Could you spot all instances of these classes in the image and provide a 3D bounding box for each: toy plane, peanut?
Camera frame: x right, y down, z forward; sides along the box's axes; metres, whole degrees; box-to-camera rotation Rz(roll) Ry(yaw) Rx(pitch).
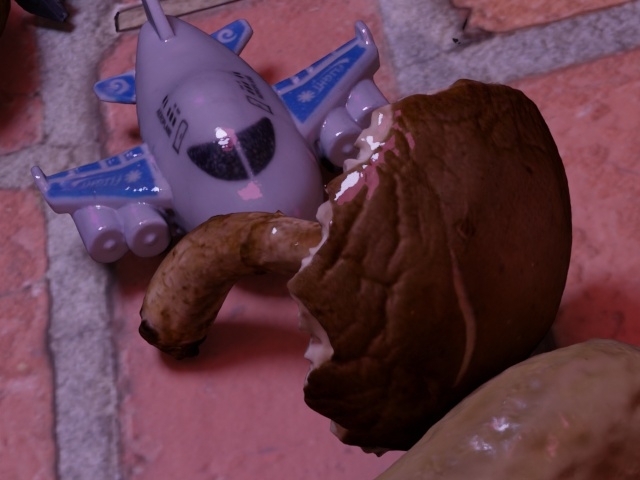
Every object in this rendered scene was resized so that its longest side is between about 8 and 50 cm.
[{"bbox_3d":[-0.077,-0.082,1.424,0.267,0.122,0.267,-9,48,10],"label":"toy plane"},{"bbox_3d":[0.096,0.172,1.113,0.319,0.147,0.147,-35,46,-26],"label":"peanut"}]

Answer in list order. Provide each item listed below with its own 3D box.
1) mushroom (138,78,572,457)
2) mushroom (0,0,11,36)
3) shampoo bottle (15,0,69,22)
[{"bbox_3d":[0.001,0.014,1.213,0.301,0.233,0.208,-1,23,12],"label":"mushroom"},{"bbox_3d":[-0.417,-0.182,1.575,0.345,0.239,0.345,11,36,-8],"label":"mushroom"},{"bbox_3d":[-0.161,-0.306,1.704,0.098,0.071,0.309,19,55,31],"label":"shampoo bottle"}]
